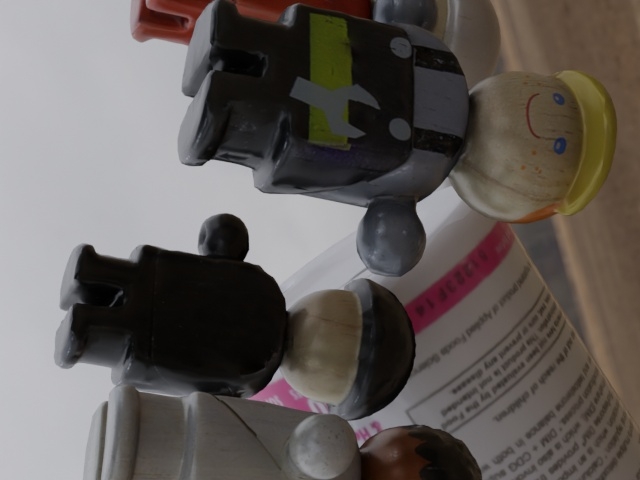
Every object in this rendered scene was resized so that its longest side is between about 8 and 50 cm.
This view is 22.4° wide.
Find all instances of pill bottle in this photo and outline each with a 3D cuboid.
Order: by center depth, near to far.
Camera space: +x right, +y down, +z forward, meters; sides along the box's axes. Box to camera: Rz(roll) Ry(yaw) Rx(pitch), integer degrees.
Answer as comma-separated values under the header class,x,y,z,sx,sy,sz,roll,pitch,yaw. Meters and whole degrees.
class,x,y,z,sx,sy,sz,roll,pitch,yaw
pill bottle,0.087,0.128,0.799,0.283,0.160,0.160,56,-170,-8

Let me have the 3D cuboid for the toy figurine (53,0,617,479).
class,x,y,z,sx,sy,sz,roll,pitch,yaw
toy figurine,0.000,0.000,0.579,0.209,0.148,0.213,-125,48,-66
